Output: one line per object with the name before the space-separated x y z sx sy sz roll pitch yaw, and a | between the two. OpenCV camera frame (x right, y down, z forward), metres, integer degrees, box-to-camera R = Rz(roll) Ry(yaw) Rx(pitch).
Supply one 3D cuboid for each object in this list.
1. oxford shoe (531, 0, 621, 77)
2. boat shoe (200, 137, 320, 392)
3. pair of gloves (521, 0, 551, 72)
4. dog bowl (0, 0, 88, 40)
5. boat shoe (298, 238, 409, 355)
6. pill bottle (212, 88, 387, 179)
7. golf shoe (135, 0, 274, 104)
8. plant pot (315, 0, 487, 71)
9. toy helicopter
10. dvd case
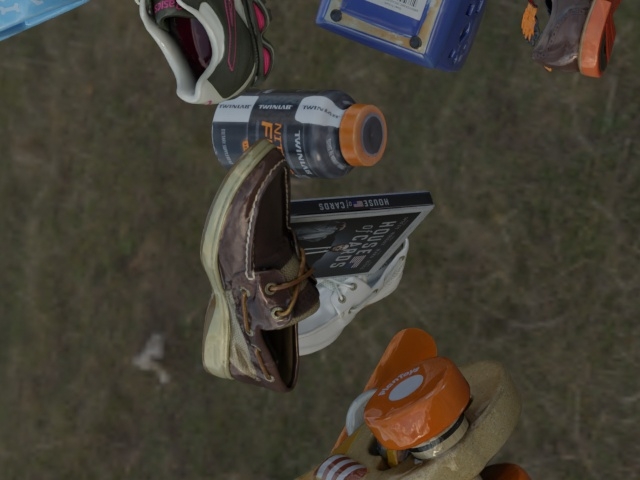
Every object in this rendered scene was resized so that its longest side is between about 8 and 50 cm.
oxford shoe | 0.339 -0.332 1.725 0.098 0.097 0.271 9 60 22
boat shoe | -0.052 0.042 1.459 0.123 0.123 0.342 25 134 17
pair of gloves | 0.289 -0.270 1.783 0.074 0.010 0.083 89 157 -54
dog bowl | -0.375 -0.254 1.485 0.297 0.166 0.074 -17 101 26
boat shoe | 0.023 0.060 1.848 0.098 0.277 0.096 40 135 15
pill bottle | -0.027 -0.155 1.957 0.245 0.130 0.131 4 87 35
golf shoe | -0.123 -0.258 1.245 0.105 0.120 0.273 -13 105 28
plant pot | 0.131 -0.395 2.067 0.212 0.236 0.236 -39 -30 -70
toy helicopter | 0.010 0.201 1.147 0.355 0.140 0.235 -31 15 14
dvd case | 0.000 0.000 1.661 0.179 0.238 0.030 -52 50 52
